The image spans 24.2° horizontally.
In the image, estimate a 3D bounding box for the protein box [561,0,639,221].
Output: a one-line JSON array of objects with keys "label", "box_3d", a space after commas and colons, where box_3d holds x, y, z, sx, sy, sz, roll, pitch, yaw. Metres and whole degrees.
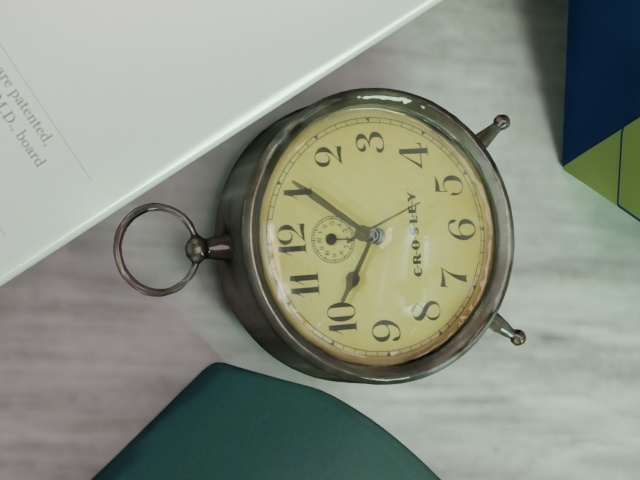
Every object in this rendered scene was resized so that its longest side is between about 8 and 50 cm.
[{"label": "protein box", "box_3d": [0.234, -0.118, 0.688, 0.201, 0.136, 0.200, -21, 128, -23]}]

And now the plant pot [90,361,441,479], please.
[{"label": "plant pot", "box_3d": [-0.005, 0.161, 0.558, 0.165, 0.234, 0.165, -43, 103, -20]}]

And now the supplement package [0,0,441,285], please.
[{"label": "supplement package", "box_3d": [-0.058, -0.133, 0.542, 0.293, 0.177, 0.175, -33, 103, -4]}]

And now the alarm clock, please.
[{"label": "alarm clock", "box_3d": [0.000, 0.000, 0.663, 0.192, 0.064, 0.129, -2, 87, -26]}]
